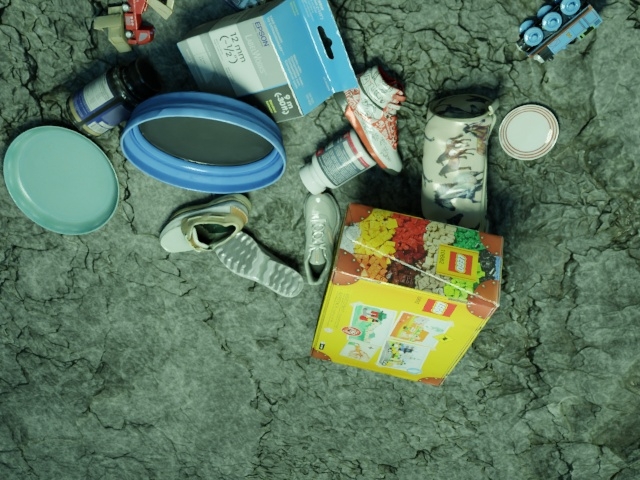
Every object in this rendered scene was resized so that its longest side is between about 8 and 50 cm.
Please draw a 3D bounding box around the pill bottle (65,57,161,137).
[{"bbox_3d":[-0.506,-0.354,1.825,0.219,0.123,0.122,-26,112,19],"label":"pill bottle"}]

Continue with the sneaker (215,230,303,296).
[{"bbox_3d":[-0.172,0.070,2.025,0.281,0.115,0.105,36,86,7],"label":"sneaker"}]

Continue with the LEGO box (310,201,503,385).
[{"bbox_3d":[0.195,0.154,1.852,0.373,0.193,0.500,13,148,0],"label":"LEGO box"}]

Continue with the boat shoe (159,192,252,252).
[{"bbox_3d":[-0.320,-0.028,1.966,0.302,0.103,0.113,-25,124,31],"label":"boat shoe"}]

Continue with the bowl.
[{"bbox_3d":[-0.274,-0.229,1.771,0.391,0.077,0.391,4,159,1],"label":"bowl"}]

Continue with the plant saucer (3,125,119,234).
[{"bbox_3d":[-0.691,-0.164,1.997,0.318,0.043,0.317,3,118,5],"label":"plant saucer"}]

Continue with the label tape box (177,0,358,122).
[{"bbox_3d":[-0.120,-0.405,1.707,0.348,0.115,0.249,-8,122,28],"label":"label tape box"}]

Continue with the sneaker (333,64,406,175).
[{"bbox_3d":[0.161,-0.291,1.794,0.145,0.090,0.270,-30,110,21],"label":"sneaker"}]

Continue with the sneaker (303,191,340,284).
[{"bbox_3d":[0.000,0.000,1.953,0.099,0.121,0.262,1,118,6],"label":"sneaker"}]

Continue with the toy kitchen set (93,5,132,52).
[{"bbox_3d":[-0.501,-0.509,1.794,0.068,0.075,0.083,-4,78,6],"label":"toy kitchen set"}]

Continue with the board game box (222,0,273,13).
[{"bbox_3d":[-0.141,-0.589,1.698,0.243,0.042,0.165,36,117,-12],"label":"board game box"}]

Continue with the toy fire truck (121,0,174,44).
[{"bbox_3d":[-0.396,-0.557,1.745,0.135,0.047,0.192,3,119,4],"label":"toy fire truck"}]

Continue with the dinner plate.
[{"bbox_3d":[0.506,-0.264,1.807,0.141,0.017,0.141,3,119,5],"label":"dinner plate"}]

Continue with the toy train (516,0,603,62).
[{"bbox_3d":[0.530,-0.475,1.657,0.105,0.080,0.184,40,115,-21],"label":"toy train"}]

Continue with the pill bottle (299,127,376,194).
[{"bbox_3d":[0.041,-0.193,1.852,0.180,0.108,0.108,-30,111,21],"label":"pill bottle"}]

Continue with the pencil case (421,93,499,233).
[{"bbox_3d":[0.339,-0.151,1.805,0.184,0.160,0.410,9,120,20],"label":"pencil case"}]
